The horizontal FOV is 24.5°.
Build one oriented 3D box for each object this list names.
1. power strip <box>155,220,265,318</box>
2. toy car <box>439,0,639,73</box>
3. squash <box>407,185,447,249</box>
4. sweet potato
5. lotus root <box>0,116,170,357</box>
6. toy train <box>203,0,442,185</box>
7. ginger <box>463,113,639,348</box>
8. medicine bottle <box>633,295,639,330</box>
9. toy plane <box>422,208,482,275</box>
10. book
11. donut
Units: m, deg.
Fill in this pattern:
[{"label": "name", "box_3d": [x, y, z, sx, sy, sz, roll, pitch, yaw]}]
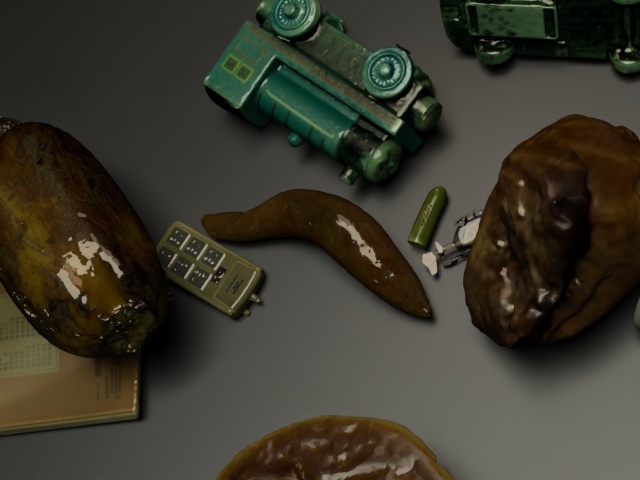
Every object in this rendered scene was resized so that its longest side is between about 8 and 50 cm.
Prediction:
[{"label": "power strip", "box_3d": [-0.145, 0.040, 1.919, 0.169, 0.028, 0.076, 28, 79, 24]}, {"label": "toy car", "box_3d": [0.307, -0.305, 1.860, 0.306, 0.136, 0.125, 4, 50, 17]}, {"label": "squash", "box_3d": [0.137, -0.031, 1.861, 0.027, 0.027, 0.083, 17, 75, 22]}, {"label": "sweet potato", "box_3d": [0.000, -0.008, 1.867, 0.346, 0.079, 0.108, 20, 89, 26]}, {"label": "lotus root", "box_3d": [-0.333, -0.011, 1.883, 0.196, 0.179, 0.397, -27, 57, -17]}, {"label": "toy train", "box_3d": [0.008, -0.196, 1.918, 0.298, 0.120, 0.194, 35, 91, 25]}, {"label": "ginger", "box_3d": [0.296, -0.013, 1.717, 0.223, 0.269, 0.200, -8, 37, -26]}, {"label": "medicine bottle", "box_3d": [0.435, 0.089, 1.697, 0.130, 0.080, 0.080, 24, 79, 23]}, {"label": "toy plane", "box_3d": [0.180, -0.002, 1.837, 0.121, 0.031, 0.049, -26, 73, 3]}, {"label": "book", "box_3d": [-0.419, 0.130, 1.967, 0.389, 0.032, 0.268, -7, 67, 14]}, {"label": "donut", "box_3d": [0.025, 0.365, 1.688, 0.330, 0.160, 0.330, -11, 57, 18]}]
